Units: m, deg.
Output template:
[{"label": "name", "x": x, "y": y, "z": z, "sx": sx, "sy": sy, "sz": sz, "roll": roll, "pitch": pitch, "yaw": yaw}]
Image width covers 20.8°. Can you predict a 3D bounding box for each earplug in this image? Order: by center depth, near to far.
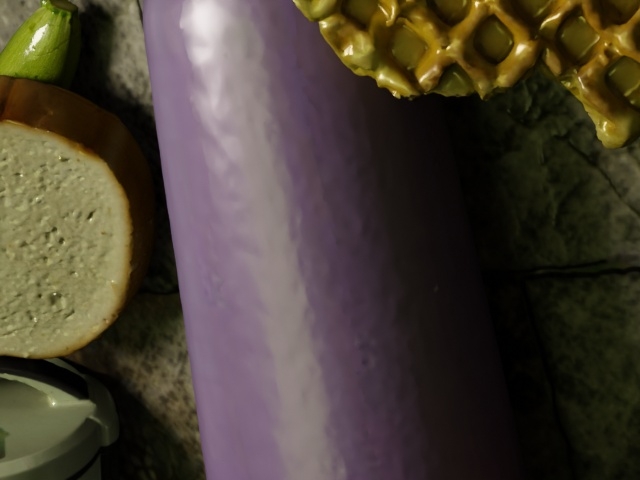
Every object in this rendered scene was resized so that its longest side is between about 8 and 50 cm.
[{"label": "earplug", "x": 0.000, "y": 0.000, "z": 1.103, "sx": 0.215, "sy": 0.215, "sz": 0.455, "roll": -1, "pitch": 106, "yaw": 36}]

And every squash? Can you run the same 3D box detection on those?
[{"label": "squash", "x": -0.228, "y": -0.103, "z": 1.297, "sx": 0.066, "sy": 0.066, "sz": 0.201, "roll": 43, "pitch": 128, "yaw": 12}]

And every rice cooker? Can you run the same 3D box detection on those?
[{"label": "rice cooker", "x": -0.270, "y": 0.200, "z": 1.370, "sx": 0.226, "sy": 0.226, "sz": 0.244, "roll": 14, "pitch": 115, "yaw": 30}]

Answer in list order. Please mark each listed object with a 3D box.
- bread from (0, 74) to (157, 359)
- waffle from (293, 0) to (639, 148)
[{"label": "bread", "x": -0.233, "y": -0.014, "z": 1.283, "sx": 0.236, "sy": 0.070, "sz": 0.236, "roll": 3, "pitch": 125, "yaw": 4}, {"label": "waffle", "x": 0.108, "y": -0.157, "z": 0.964, "sx": 0.253, "sy": 0.056, "sz": 0.249, "roll": -17, "pitch": 106, "yaw": 2}]
